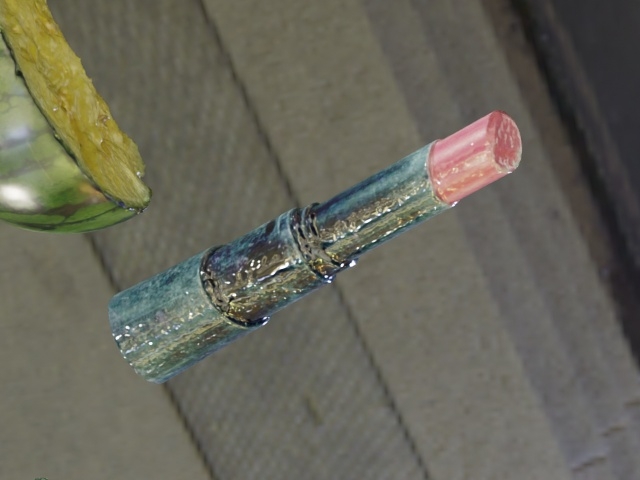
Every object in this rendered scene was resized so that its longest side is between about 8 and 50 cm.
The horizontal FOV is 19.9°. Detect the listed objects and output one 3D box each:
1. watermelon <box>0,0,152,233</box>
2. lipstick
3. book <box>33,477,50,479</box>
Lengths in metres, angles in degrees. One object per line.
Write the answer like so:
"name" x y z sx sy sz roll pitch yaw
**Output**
"watermelon" -0.109 -0.044 0.650 0.105 0.062 0.105 60 8 -14
"lipstick" 0.000 0.000 0.926 0.053 0.234 0.053 49 24 -30
"book" -0.187 0.374 1.346 0.264 0.031 0.379 26 101 -27
